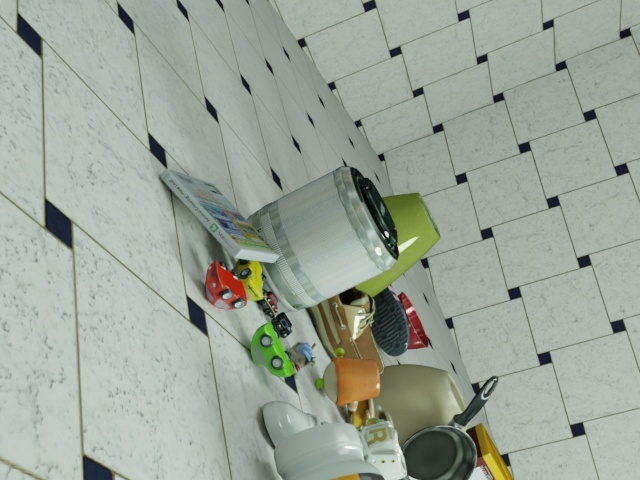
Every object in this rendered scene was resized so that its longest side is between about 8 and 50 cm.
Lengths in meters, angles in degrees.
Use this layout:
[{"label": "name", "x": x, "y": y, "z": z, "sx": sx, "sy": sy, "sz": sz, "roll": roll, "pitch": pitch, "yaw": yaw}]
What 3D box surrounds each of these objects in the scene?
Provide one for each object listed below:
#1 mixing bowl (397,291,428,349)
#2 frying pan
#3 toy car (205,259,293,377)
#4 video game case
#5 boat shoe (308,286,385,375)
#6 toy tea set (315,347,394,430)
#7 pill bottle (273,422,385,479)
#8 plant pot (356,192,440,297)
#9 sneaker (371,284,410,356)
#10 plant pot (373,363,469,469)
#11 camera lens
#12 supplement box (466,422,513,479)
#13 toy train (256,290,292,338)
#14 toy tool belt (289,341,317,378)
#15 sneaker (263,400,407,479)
[{"label": "mixing bowl", "x": 0.237, "y": 0.254, "z": 2.657, "sx": 0.181, "sy": 0.098, "sz": 0.181, "roll": 58, "pitch": 13, "yaw": -22}, {"label": "frying pan", "x": 0.262, "y": 0.432, "z": 1.981, "sx": 0.053, "sy": 0.197, "sz": 0.326, "roll": -127, "pitch": -136, "yaw": -66}, {"label": "toy car", "x": -0.116, "y": 0.133, "z": 1.505, "sx": 0.225, "sy": 0.053, "sz": 0.239, "roll": 64, "pitch": 12, "yaw": 0}, {"label": "video game case", "x": -0.171, "y": -0.038, "z": 1.563, "sx": 0.193, "sy": 0.023, "sz": 0.212, "roll": 46, "pitch": 8, "yaw": 13}, {"label": "boat shoe", "x": 0.055, "y": 0.159, "z": 1.963, "sx": 0.324, "sy": 0.120, "sz": 0.122, "roll": 59, "pitch": 31, "yaw": -8}, {"label": "toy tea set", "x": 0.064, "y": 0.371, "z": 1.726, "sx": 0.336, "sy": 0.124, "sz": 0.200, "roll": -105, "pitch": -167, "yaw": -56}, {"label": "pill bottle", "x": 0.031, "y": 0.413, "z": 1.276, "sx": 0.162, "sy": 0.162, "sz": 0.278, "roll": 45, "pitch": 22, "yaw": -57}, {"label": "plant pot", "x": 0.159, "y": -0.001, "z": 2.382, "sx": 0.275, "sy": 0.293, "sz": 0.275, "roll": 59, "pitch": 13, "yaw": -23}, {"label": "sneaker", "x": 0.182, "y": 0.181, "z": 2.543, "sx": 0.131, "sy": 0.112, "sz": 0.319, "roll": 30, "pitch": 36, "yaw": -64}, {"label": "plant pot", "x": 0.241, "y": 0.406, "z": 2.129, "sx": 0.284, "sy": 0.191, "sz": 0.284, "roll": 58, "pitch": 13, "yaw": -22}, {"label": "camera lens", "x": 0.000, "y": 0.000, "z": 1.742, "sx": 0.219, "sy": 0.274, "sz": 0.219, "roll": 59, "pitch": 13, "yaw": -22}, {"label": "supplement box", "x": 0.363, "y": 0.597, "z": 2.233, "sx": 0.191, "sy": 0.194, "sz": 0.129, "roll": 59, "pitch": 12, "yaw": -20}, {"label": "toy train", "x": -0.096, "y": 0.114, "z": 1.660, "sx": 0.158, "sy": 0.036, "sz": 0.027, "roll": 59, "pitch": -4, "yaw": -22}, {"label": "toy tool belt", "x": -0.031, "y": 0.219, "z": 1.687, "sx": 0.052, "sy": 0.051, "sz": 0.083, "roll": 60, "pitch": 13, "yaw": -15}, {"label": "sneaker", "x": 0.038, "y": 0.326, "z": 1.481, "sx": 0.292, "sy": 0.169, "sz": 0.108, "roll": 51, "pitch": 19, "yaw": -42}]
